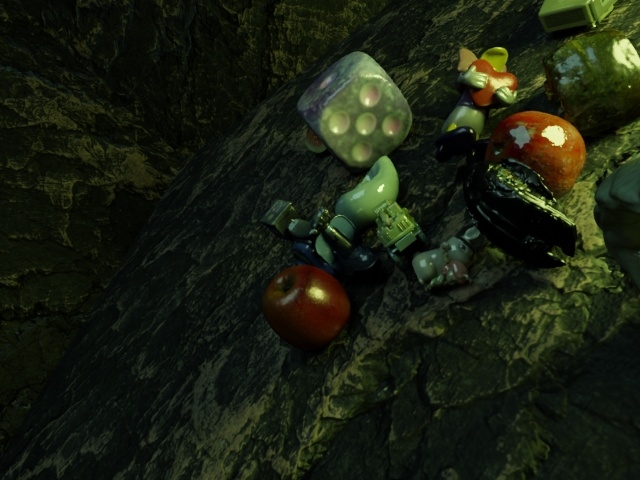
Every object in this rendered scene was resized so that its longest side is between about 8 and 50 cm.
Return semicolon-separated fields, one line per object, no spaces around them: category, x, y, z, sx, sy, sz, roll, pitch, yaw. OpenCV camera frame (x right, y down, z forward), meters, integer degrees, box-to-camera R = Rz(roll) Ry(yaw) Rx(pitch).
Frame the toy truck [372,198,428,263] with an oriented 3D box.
toy truck;0.161;-0.031;0.920;0.085;0.116;0.191;-38;3;13

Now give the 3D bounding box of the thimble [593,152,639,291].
thimble;0.454;-0.001;0.430;0.195;0.291;0.292;-35;31;13

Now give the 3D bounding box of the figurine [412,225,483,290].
figurine;0.260;0.042;0.823;0.146;0.081;0.098;-26;78;21

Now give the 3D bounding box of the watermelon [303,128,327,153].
watermelon;0.032;-0.398;1.623;0.193;0.137;0.145;-40;65;8

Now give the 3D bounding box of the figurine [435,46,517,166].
figurine;0.391;-0.346;1.064;0.193;0.154;0.421;117;176;-68

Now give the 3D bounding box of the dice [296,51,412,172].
dice;0.106;-0.401;1.346;0.270;0.271;0.270;-40;30;9

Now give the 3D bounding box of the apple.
apple;-0.029;0.144;0.938;0.180;0.168;0.181;-28;29;18

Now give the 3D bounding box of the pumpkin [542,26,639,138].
pumpkin;0.552;-0.304;0.868;0.139;0.190;0.280;-26;-9;29

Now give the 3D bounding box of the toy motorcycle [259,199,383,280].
toy motorcycle;0.000;0.000;1.032;0.125;0.213;0.358;-52;30;-15

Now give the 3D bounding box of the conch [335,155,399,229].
conch;0.127;-0.119;1.119;0.221;0.121;0.184;-48;25;-21

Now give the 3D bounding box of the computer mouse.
computer mouse;0.326;-0.045;0.734;0.077;0.147;0.242;-25;56;-23

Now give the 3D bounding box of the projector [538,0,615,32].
projector;0.705;-0.658;1.113;0.270;0.088;0.193;-48;29;-7

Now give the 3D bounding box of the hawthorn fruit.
hawthorn fruit;0.392;-0.156;0.788;0.172;0.173;0.173;-31;32;22
